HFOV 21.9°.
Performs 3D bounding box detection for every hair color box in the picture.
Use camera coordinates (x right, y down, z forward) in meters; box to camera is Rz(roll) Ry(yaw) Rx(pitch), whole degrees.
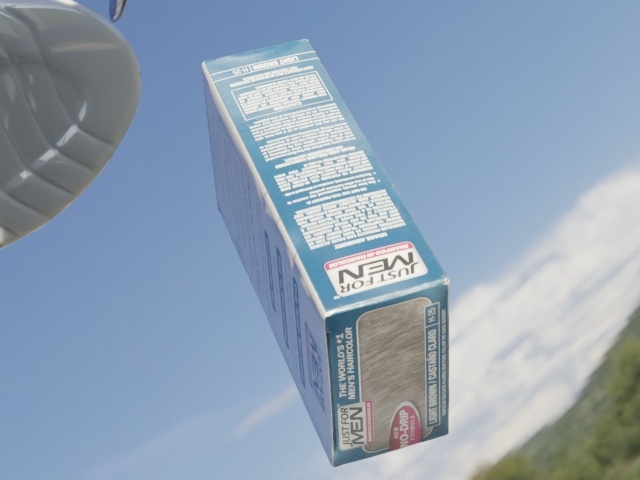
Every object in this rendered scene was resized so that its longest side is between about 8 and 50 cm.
[{"bbox_3d":[0.000,0.000,1.379,0.105,0.347,0.174,-14,-48,-11],"label":"hair color box"}]

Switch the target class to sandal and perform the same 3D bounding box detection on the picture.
[{"bbox_3d":[-0.318,-0.033,1.202,0.416,0.169,0.102,-40,20,-10],"label":"sandal"}]

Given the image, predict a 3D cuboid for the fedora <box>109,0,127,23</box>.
[{"bbox_3d":[-0.228,-0.374,1.702,0.244,0.124,0.275,-102,34,-61],"label":"fedora"}]
